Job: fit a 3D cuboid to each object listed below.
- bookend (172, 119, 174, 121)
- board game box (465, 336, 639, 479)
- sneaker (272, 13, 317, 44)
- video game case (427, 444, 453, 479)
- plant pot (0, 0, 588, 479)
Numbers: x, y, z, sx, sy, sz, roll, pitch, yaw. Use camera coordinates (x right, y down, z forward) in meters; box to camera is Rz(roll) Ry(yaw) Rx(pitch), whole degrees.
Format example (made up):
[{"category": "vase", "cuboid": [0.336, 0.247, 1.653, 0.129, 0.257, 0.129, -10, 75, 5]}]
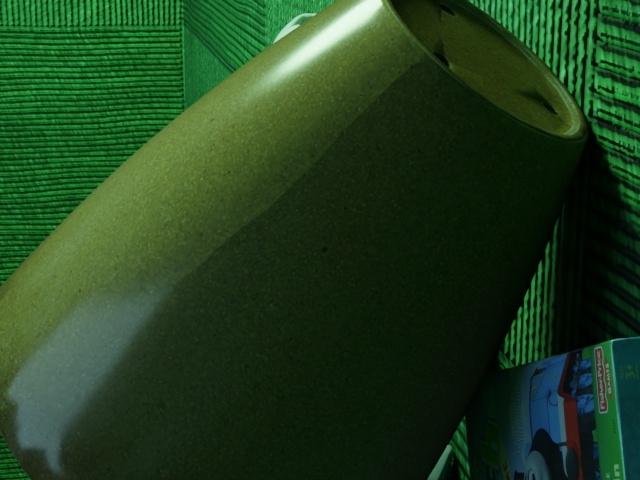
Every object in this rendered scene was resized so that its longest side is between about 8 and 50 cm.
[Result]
[{"category": "bookend", "cuboid": [0.000, 0.000, 0.850, 0.072, 0.157, 0.156, -1, -91, -73]}, {"category": "board game box", "cuboid": [0.113, 0.132, 0.625, 0.211, 0.039, 0.160, 132, 135, -77]}, {"category": "sneaker", "cuboid": [-0.004, -0.115, 1.050, 0.258, 0.094, 0.091, -121, 25, -70]}, {"category": "video game case", "cuboid": [0.034, 0.261, 0.879, 0.193, 0.023, 0.212, -56, -23, -51]}, {"category": "plant pot", "cuboid": [0.000, 0.005, 0.676, 0.254, 0.237, 0.237, -52, 30, 26]}]
